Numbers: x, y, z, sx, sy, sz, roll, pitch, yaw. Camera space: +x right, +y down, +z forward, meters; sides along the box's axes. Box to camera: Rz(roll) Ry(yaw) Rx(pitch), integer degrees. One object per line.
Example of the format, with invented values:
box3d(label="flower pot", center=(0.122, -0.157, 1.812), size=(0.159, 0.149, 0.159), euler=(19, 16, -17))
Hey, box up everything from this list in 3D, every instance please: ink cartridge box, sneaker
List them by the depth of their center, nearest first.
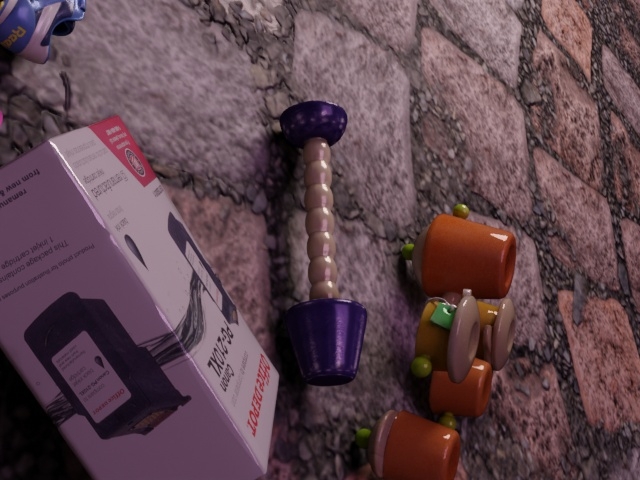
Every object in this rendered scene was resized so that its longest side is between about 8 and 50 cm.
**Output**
box3d(label="ink cartridge box", center=(-0.129, 0.048, 0.587), size=(0.237, 0.100, 0.172), euler=(59, 7, -11))
box3d(label="sneaker", center=(-0.214, -0.198, 0.700), size=(0.059, 0.053, 0.144), euler=(43, 53, -28))

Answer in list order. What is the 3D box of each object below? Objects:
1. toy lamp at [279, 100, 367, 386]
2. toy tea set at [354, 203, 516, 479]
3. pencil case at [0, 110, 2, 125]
box3d(label="toy lamp", center=(0.000, 0.000, 0.841), size=(0.080, 0.080, 0.275), euler=(19, 58, -45))
box3d(label="toy tea set", center=(0.115, 0.107, 0.931), size=(0.336, 0.124, 0.200), euler=(-47, 139, -53))
box3d(label="pencil case", center=(-0.306, -0.099, 0.503), size=(0.236, 0.104, 0.104), euler=(33, 49, -36))
